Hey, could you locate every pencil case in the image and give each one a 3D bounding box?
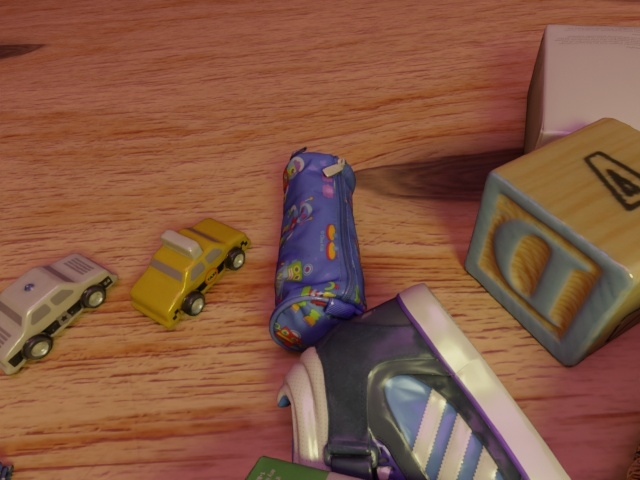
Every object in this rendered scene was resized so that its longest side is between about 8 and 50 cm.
[{"bbox_3d":[0.000,0.000,0.620,0.120,0.133,0.305,19,45,-20],"label":"pencil case"}]

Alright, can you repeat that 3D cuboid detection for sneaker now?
[{"bbox_3d":[0.093,0.226,0.432,0.236,0.130,0.322,-36,73,8],"label":"sneaker"}]

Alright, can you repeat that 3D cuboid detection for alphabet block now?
[{"bbox_3d":[0.328,-0.002,0.543,0.197,0.192,0.193,-24,52,-16],"label":"alphabet block"}]

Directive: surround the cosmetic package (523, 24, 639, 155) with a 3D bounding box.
[{"bbox_3d":[0.457,-0.214,0.743,0.197,0.155,0.365,12,51,18],"label":"cosmetic package"}]

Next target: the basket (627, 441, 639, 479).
[{"bbox_3d":[0.406,0.247,0.325,0.299,0.213,0.223,38,95,26],"label":"basket"}]

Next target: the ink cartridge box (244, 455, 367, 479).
[{"bbox_3d":[0.051,0.278,0.278,0.290,0.121,0.211,3,13,18],"label":"ink cartridge box"}]

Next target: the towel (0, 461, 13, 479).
[{"bbox_3d":[-0.417,0.395,0.379,0.244,0.040,0.335,-17,46,-6],"label":"towel"}]

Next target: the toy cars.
[{"bbox_3d":[-0.293,0.053,0.633,0.395,0.087,0.176,-16,48,-8],"label":"toy cars"}]
